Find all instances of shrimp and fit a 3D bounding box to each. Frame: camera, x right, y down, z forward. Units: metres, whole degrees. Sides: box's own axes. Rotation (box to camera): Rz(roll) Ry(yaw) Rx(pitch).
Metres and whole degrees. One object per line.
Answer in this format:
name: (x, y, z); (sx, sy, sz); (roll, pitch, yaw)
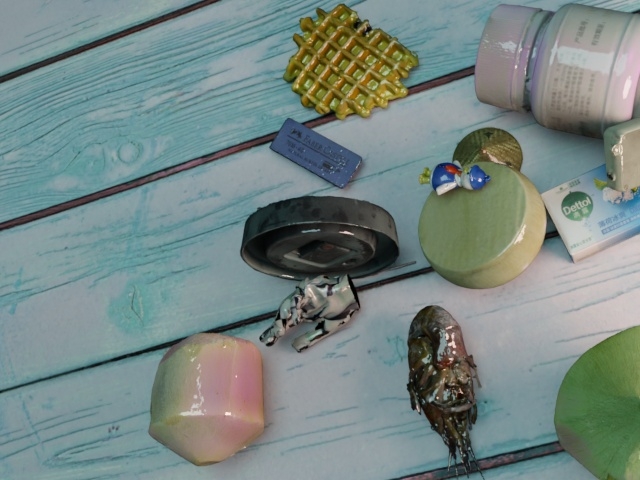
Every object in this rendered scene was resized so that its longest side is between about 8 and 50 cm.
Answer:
shrimp: (0.244, 0.285, 1.852); (0.145, 0.116, 0.343); (-26, 68, 36)

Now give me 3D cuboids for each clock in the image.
clock: (-0.001, 0.001, 1.919); (0.313, 0.312, 0.061); (-8, 66, 17)

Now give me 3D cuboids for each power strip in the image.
power strip: (0.622, -0.176, 1.800); (0.271, 0.117, 0.046); (-20, 25, -22)

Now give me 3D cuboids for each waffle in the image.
waffle: (0.059, -0.398, 2.151); (0.310, 0.065, 0.283); (-6, 73, 16)

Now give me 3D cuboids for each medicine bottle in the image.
medicine bottle: (0.468, -0.331, 1.886); (0.302, 0.241, 0.241); (16, 80, 23)

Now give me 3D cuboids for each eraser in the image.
eraser: (-0.013, -0.189, 2.128); (0.225, 0.036, 0.082); (32, 88, 24)

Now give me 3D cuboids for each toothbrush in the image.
toothbrush: (0.149, 0.057, 2.012); (0.097, 0.008, 0.006); (-17, 83, 13)

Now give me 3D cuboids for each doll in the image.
doll: (0.258, -0.119, 1.882); (0.143, 0.057, 0.098); (6, 44, 35)

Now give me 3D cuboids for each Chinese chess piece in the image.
Chinese chess piece: (0.310, -0.029, 1.896); (0.250, 0.101, 0.250); (-18, 58, 31)

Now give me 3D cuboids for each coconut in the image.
coconut: (0.546, 0.284, 1.628); (0.329, 0.328, 0.281); (9, 80, 22)
coconut: (-0.227, 0.324, 1.960); (0.233, 0.233, 0.245); (-6, 65, 18)

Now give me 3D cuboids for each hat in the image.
hat: (0.329, -0.171, 1.984); (0.146, 0.067, 0.146); (-5, 73, 18)

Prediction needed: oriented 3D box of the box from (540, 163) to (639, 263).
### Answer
box: (0.537, -0.062, 1.874); (0.194, 0.073, 0.139); (-26, 68, 11)

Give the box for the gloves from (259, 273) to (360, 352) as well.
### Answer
gloves: (-0.029, 0.145, 1.993); (0.212, 0.127, 0.111); (-20, 59, 9)
